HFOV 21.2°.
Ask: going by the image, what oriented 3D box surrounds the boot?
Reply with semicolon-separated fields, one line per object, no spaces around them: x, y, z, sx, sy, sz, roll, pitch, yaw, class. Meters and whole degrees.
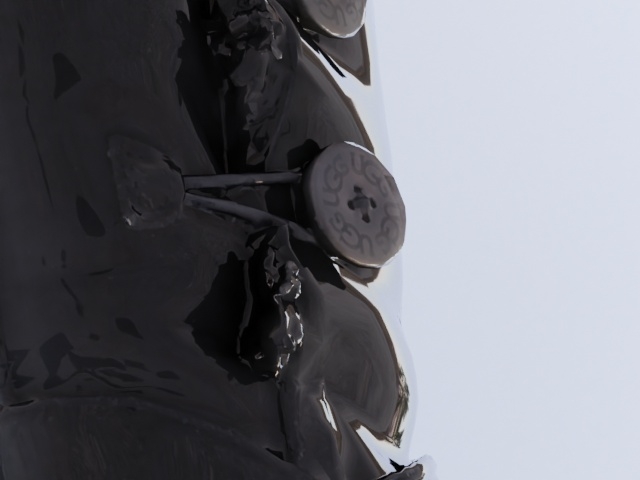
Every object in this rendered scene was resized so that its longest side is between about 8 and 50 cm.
-0.001;-0.001;0.607;0.367;0.146;0.445;27;-136;-54;boot
